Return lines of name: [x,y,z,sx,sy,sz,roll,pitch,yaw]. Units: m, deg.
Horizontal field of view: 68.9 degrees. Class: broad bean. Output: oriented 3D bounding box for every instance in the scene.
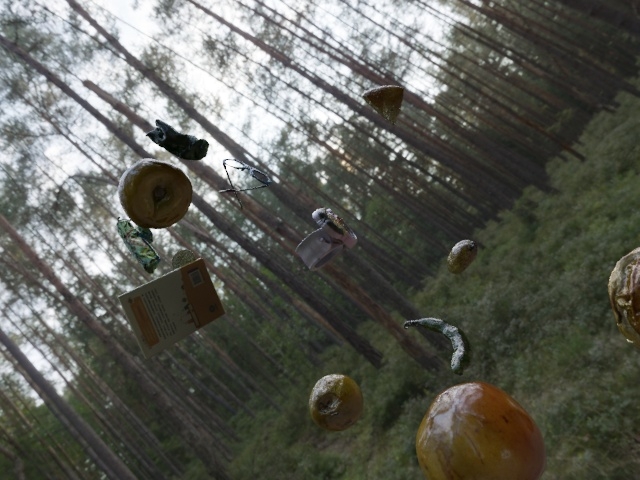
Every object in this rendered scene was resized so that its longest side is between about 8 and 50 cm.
broad bean: [0.384,0.309,1.421,0.144,0.292,0.049,-12,-66,-18]

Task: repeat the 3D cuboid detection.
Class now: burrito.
burrito: [-0.656,0.003,1.703,0.104,0.288,0.054,-37,-29,-19]

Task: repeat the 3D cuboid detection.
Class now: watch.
watch: [0.000,0.000,1.868,0.231,0.196,0.244,-40,-14,17]

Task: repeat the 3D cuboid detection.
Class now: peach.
peach: [-0.571,-0.160,1.623,0.251,0.251,0.153,-46,23,-14]

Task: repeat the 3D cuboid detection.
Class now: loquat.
loquat: [0.067,0.675,1.950,0.244,0.244,0.244,-45,-17,-18]

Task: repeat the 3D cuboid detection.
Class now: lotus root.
lotus root: [0.645,0.083,2.153,0.097,0.110,0.258,-6,-30,-10]

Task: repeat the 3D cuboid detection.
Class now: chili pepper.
chili pepper: [-0.490,-0.337,1.588,0.061,0.224,0.098,-64,-5,-74]

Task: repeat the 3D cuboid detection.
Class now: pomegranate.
pomegranate: [0.326,0.432,0.957,0.264,0.264,0.264,-45,-17,-18]

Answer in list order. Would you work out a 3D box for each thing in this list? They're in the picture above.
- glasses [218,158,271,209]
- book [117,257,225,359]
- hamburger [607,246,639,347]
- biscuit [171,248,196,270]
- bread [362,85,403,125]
glasses: [-0.355,-0.256,2.103,0.102,0.239,0.207,139,154,-81]
book: [-0.451,0.204,1.453,0.020,0.208,0.295,-10,14,46]
hamburger: [0.883,0.141,1.146,0.314,0.289,0.170,-7,-4,-2]
biscuit: [-0.456,0.070,1.557,0.084,0.084,0.023,-46,-24,-14]
bread: [0.242,-0.489,1.611,0.136,0.154,0.054,-45,2,-20]
